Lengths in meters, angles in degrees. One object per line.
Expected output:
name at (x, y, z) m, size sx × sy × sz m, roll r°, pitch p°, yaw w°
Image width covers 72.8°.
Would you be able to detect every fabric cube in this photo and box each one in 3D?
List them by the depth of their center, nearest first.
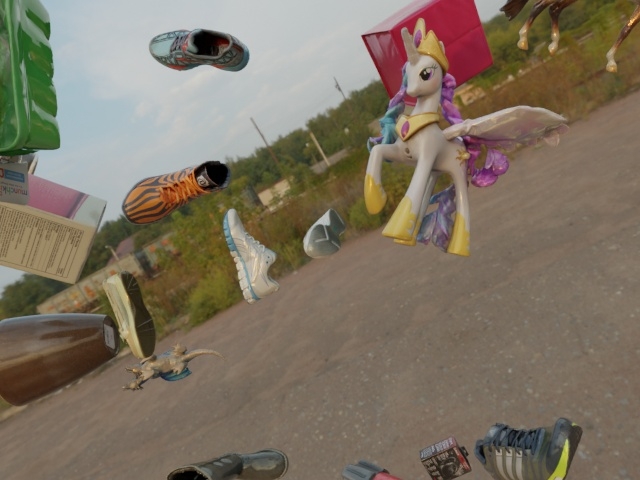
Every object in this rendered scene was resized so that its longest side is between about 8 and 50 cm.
fabric cube at (0.324, -0.593, 1.347) m, size 0.258 × 0.259 × 0.254 m, roll -34°, pitch 27°, yaw 0°

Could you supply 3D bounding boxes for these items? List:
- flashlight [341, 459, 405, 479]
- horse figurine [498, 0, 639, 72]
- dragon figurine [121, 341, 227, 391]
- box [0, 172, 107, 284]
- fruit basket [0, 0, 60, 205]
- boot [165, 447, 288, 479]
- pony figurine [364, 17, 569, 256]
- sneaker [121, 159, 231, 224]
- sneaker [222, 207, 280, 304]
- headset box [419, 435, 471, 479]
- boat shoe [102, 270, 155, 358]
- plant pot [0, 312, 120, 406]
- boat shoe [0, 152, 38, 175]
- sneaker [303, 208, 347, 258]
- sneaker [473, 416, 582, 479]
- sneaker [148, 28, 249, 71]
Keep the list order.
flashlight at (0.157, 0.381, 0.547) m, size 0.304 × 0.103 × 0.103 m, roll 4°, pitch -12°, yaw 41°
horse figurine at (0.375, -0.322, 0.564) m, size 0.066 × 0.263 × 0.175 m, roll -32°, pitch -39°, yaw -55°
dragon figurine at (-0.403, 0.334, 1.179) m, size 0.289 × 0.085 × 0.144 m, roll -14°, pitch -19°, yaw -13°
box at (-0.570, -0.035, 0.853) m, size 0.149 × 0.232 × 0.127 m, roll -57°, pitch 28°, yaw 21°
fruit basket at (-0.422, -0.207, 0.403) m, size 0.165 × 0.327 × 0.353 m, roll -6°, pitch 0°, yaw 11°
boot at (-0.183, 0.478, 0.900) m, size 0.189 × 0.076 × 0.208 m, roll -12°, pitch -27°, yaw 9°
pony figurine at (0.230, -0.162, 0.793) m, size 0.350 × 0.364 × 0.302 m, roll 13°, pitch -2°, yaw -40°
sneaker at (-0.385, -0.153, 1.208) m, size 0.180 × 0.125 × 0.321 m, roll -7°, pitch 25°, yaw 45°
sneaker at (-0.131, 0.023, 0.851) m, size 0.082 × 0.191 × 0.071 m, roll -19°, pitch 5°, yaw 3°
headset box at (0.241, 0.418, 0.828) m, size 0.083 × 0.062 × 0.032 m, roll -31°, pitch 6°, yaw 10°
boat shoe at (-0.324, 0.129, 0.732) m, size 0.048 × 0.153 × 0.056 m, roll -24°, pitch -7°, yaw 8°
plant pot at (-0.636, 0.269, 1.078) m, size 0.230 × 0.216 × 0.215 m, roll -14°, pitch 5°, yaw -8°
boat shoe at (-0.787, -0.188, 1.090) m, size 0.095 × 0.112 × 0.335 m, roll 21°, pitch -3°, yaw -40°
sneaker at (0.000, 0.000, 0.692) m, size 0.061 × 0.054 × 0.152 m, roll -38°, pitch 6°, yaw 23°
sneaker at (0.378, 0.401, 0.821) m, size 0.111 × 0.121 × 0.300 m, roll -41°, pitch -25°, yaw -35°
sneaker at (-0.317, -0.495, 1.088) m, size 0.261 × 0.104 × 0.125 m, roll 3°, pitch 3°, yaw 6°
